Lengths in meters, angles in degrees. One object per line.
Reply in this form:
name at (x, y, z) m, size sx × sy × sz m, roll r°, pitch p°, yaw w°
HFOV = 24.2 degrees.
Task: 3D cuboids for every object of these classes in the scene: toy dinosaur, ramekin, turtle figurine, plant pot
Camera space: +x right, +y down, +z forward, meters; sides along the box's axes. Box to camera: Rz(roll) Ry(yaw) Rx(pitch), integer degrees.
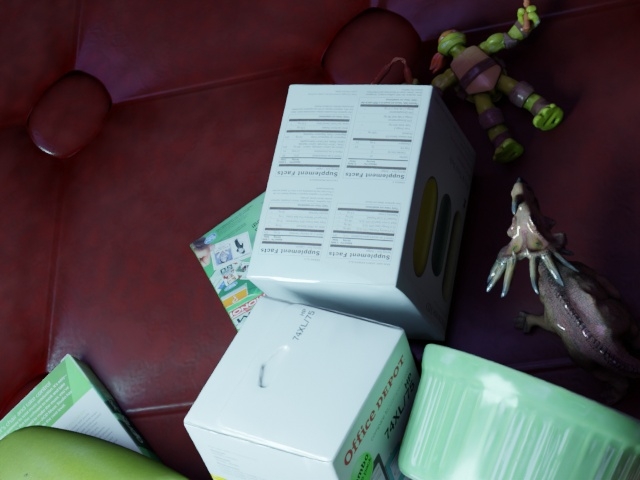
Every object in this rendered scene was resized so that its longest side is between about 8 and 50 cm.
toy dinosaur at (0.302, 0.081, 1.755) m, size 0.127 × 0.200 × 0.296 m, roll -43°, pitch 58°, yaw 1°
ramekin at (0.233, 0.239, 1.666) m, size 0.303 × 0.303 × 0.148 m, roll 19°, pitch 83°, yaw 30°
turtle figurine at (0.207, -0.205, 1.996) m, size 0.269 × 0.087 × 0.217 m, roll -33°, pitch 65°, yaw -3°
plant pot at (-0.298, 0.352, 1.828) m, size 0.293 × 0.275 × 0.275 m, roll 29°, pitch 81°, yaw 46°

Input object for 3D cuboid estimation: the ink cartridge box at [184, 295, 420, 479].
ink cartridge box at (0.001, 0.236, 1.751) m, size 0.197 × 0.270 × 0.198 m, roll 12°, pitch 53°, yaw 28°

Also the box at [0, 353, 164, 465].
box at (-0.330, 0.341, 2.011) m, size 0.232 × 0.058 × 0.322 m, roll -44°, pitch 59°, yaw 1°

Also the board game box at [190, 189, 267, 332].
board game box at (0.000, 0.000, 2.021) m, size 0.317 × 0.046 × 0.213 m, roll -35°, pitch 59°, yaw 6°

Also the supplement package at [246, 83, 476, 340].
supplement package at (0.058, -0.034, 1.865) m, size 0.198 × 0.199 × 0.263 m, roll 3°, pitch 69°, yaw 24°
